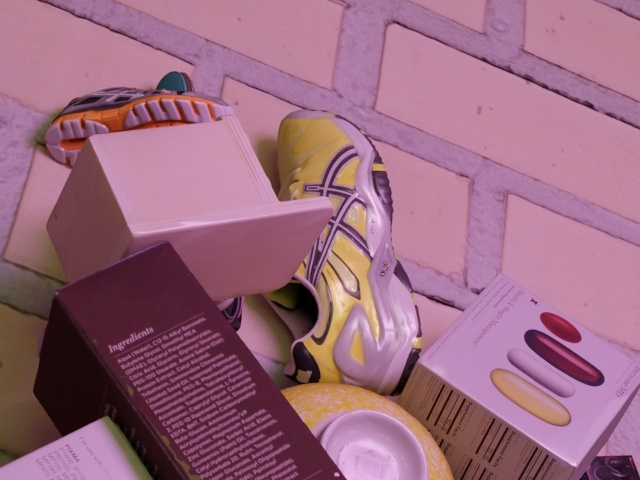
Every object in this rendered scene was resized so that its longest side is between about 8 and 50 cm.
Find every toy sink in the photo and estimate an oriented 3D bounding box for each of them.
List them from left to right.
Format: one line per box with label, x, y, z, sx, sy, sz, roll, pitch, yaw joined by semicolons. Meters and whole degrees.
toy sink;-0.131;-0.029;1.798;0.234;0.153;0.131;-9;60;-32

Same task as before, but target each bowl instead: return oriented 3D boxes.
bowl;0.028;0.255;1.820;0.290;0.156;0.289;11;56;-17

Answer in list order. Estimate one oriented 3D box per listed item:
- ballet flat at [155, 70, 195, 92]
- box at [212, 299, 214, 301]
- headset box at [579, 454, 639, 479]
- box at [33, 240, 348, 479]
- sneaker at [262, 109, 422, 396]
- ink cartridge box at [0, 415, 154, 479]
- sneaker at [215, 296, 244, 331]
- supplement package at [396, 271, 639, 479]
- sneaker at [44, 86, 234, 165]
ballet flat;-0.163;-0.105;2.096;0.067;0.073;0.206;37;41;-38
box;-0.188;0.028;1.917;0.091;0.130;0.170;6;52;-26
headset box;0.328;0.281;2.074;0.083;0.032;0.062;4;53;-29
box;-0.105;0.211;1.660;0.143;0.191;0.381;-28;68;-30
sneaker;0.000;0.000;2.041;0.147;0.145;0.384;0;51;-23
ink cartridge box;-0.300;0.306;1.565;0.306;0.226;0.131;-22;68;-39
sneaker;-0.120;0.040;1.998;0.072;0.077;0.178;-14;35;7
supplement package;0.214;0.182;1.987;0.203;0.149;0.194;33;45;13
sneaker;-0.202;-0.141;2.035;0.215;0.084;0.083;-3;36;8
